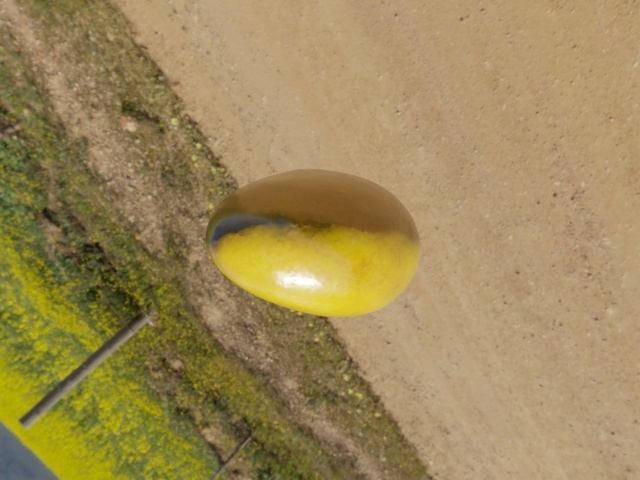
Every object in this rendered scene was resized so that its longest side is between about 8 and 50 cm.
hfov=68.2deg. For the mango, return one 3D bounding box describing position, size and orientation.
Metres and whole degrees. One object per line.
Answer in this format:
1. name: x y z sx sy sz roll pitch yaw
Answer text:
1. mango: 0.000 0.000 0.743 0.299 0.445 0.232 19 96 22
